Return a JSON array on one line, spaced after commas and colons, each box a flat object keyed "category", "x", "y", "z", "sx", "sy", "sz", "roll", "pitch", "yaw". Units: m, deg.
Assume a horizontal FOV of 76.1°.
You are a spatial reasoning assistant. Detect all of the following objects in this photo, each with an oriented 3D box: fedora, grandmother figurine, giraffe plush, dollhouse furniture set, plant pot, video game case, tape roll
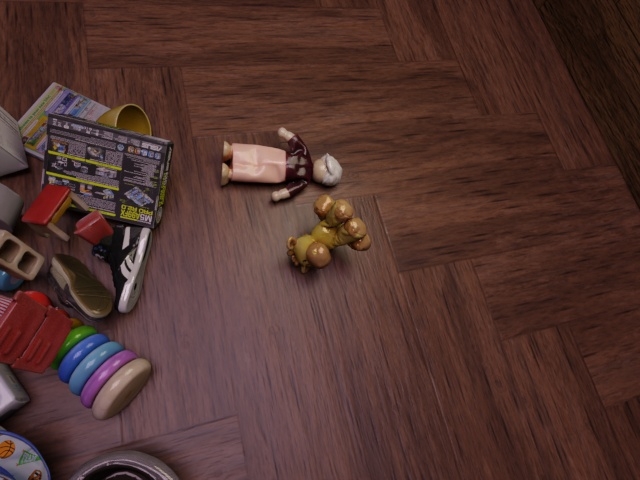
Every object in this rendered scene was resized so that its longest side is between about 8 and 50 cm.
[{"category": "fedora", "x": -0.370, "y": 0.545, "z": 0.779, "sx": 0.275, "sy": 0.124, "sz": 0.244, "roll": 36, "pitch": 63, "yaw": 10}, {"category": "grandmother figurine", "x": -0.102, "y": -0.213, "z": 1.155, "sx": 0.342, "sy": 0.104, "sz": 0.208, "roll": 5, "pitch": 96, "yaw": -15}, {"category": "giraffe plush", "x": 0.000, "y": 0.000, "z": 1.053, "sx": 0.170, "sy": 0.210, "sz": 0.181, "roll": -44, "pitch": 109, "yaw": -19}, {"category": "dollhouse furniture set", "x": -0.565, "y": 0.043, "z": 0.797, "sx": 0.201, "sy": 0.152, "sz": 0.374, "roll": 10, "pitch": 61, "yaw": 12}, {"category": "plant pot", "x": -0.524, "y": -0.286, "z": 1.065, "sx": 0.095, "sy": 0.134, "sz": 0.134, "roll": 6, "pitch": 66, "yaw": 13}, {"category": "video game case", "x": -0.675, "y": -0.297, "z": 1.078, "sx": 0.193, "sy": 0.023, "sz": 0.212, "roll": 25, "pitch": 67, "yaw": -4}, {"category": "tape roll", "x": -0.768, "y": -0.085, "z": 0.867, "sx": 0.219, "sy": 0.219, "sz": 0.072, "roll": 10, "pitch": 67, "yaw": -10}]

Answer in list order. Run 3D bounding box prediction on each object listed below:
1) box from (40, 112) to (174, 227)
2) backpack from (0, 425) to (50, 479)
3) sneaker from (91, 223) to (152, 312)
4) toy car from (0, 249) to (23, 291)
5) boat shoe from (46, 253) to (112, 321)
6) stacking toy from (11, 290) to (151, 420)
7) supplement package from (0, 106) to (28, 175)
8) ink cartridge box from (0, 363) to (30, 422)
[{"category": "box", "x": -0.512, "y": -0.166, "z": 0.985, "sx": 0.270, "sy": 0.060, "sz": 0.216, "roll": 13, "pitch": 104, "yaw": -7}, {"category": "backpack", "x": -0.610, "y": 0.446, "z": 0.675, "sx": 0.213, "sy": 0.277, "sz": 0.263, "roll": 1, "pitch": 33, "yaw": 22}, {"category": "sneaker", "x": -0.483, "y": 0.064, "z": 0.966, "sx": 0.121, "sy": 0.079, "sz": 0.217, "roll": 7, "pitch": 60, "yaw": -8}, {"category": "toy car", "x": -0.754, "y": 0.014, "z": 0.799, "sx": 0.219, "sy": 0.238, "sz": 0.210, "roll": 25, "pitch": 42, "yaw": 0}, {"category": "boat shoe", "x": -0.538, "y": 0.114, "z": 0.905, "sx": 0.223, "sy": 0.080, "sz": 0.073, "roll": 38, "pitch": 101, "yaw": 28}, {"category": "stacking toy", "x": -0.532, "y": 0.227, "z": 0.867, "sx": 0.330, "sy": 0.141, "sz": 0.141, "roll": 34, "pitch": 65, "yaw": 7}, {"category": "supplement package", "x": -0.821, "y": -0.242, "z": 0.877, "sx": 0.204, "sy": 0.262, "sz": 0.145, "roll": -21, "pitch": 75, "yaw": -11}, {"category": "ink cartridge box", "x": -0.831, "y": 0.267, "z": 0.790, "sx": 0.308, "sy": 0.091, "sz": 0.385, "roll": -38, "pitch": 84, "yaw": -23}]
